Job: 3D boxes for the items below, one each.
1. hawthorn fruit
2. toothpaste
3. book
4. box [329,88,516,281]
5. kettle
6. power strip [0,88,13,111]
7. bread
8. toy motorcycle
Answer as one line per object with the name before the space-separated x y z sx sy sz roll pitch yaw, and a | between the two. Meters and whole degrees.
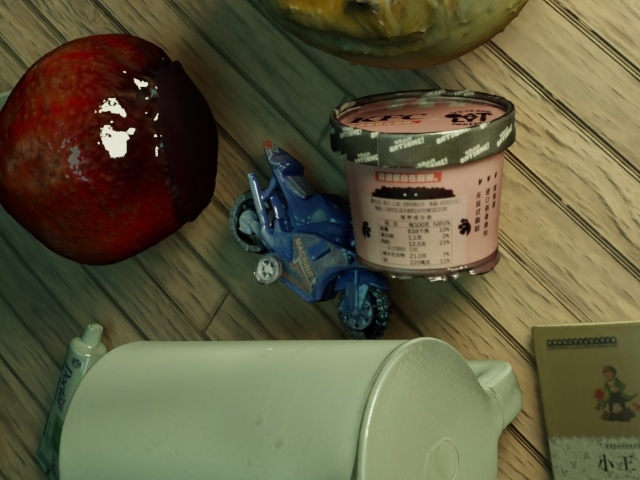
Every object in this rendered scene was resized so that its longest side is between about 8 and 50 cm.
hawthorn fruit | -0.221 -0.082 1.294 0.250 0.215 0.215 -35 76 43
toothpaste | -0.278 0.182 1.478 0.064 0.041 0.218 44 124 36
book | 0.248 0.163 1.087 0.138 0.016 0.198 -6 94 37
box | 0.086 -0.044 1.095 0.151 0.151 0.135 9 111 36
kettle | -0.018 0.184 1.113 0.318 0.265 0.205 -7 72 37
power strip | -0.431 -0.099 1.539 0.367 0.043 0.106 -9 94 38
bread | 0.084 -0.235 1.043 0.314 0.171 0.192 -16 92 39
toy motorcycle | 0.000 0.000 1.215 0.205 0.076 0.114 38 110 28
